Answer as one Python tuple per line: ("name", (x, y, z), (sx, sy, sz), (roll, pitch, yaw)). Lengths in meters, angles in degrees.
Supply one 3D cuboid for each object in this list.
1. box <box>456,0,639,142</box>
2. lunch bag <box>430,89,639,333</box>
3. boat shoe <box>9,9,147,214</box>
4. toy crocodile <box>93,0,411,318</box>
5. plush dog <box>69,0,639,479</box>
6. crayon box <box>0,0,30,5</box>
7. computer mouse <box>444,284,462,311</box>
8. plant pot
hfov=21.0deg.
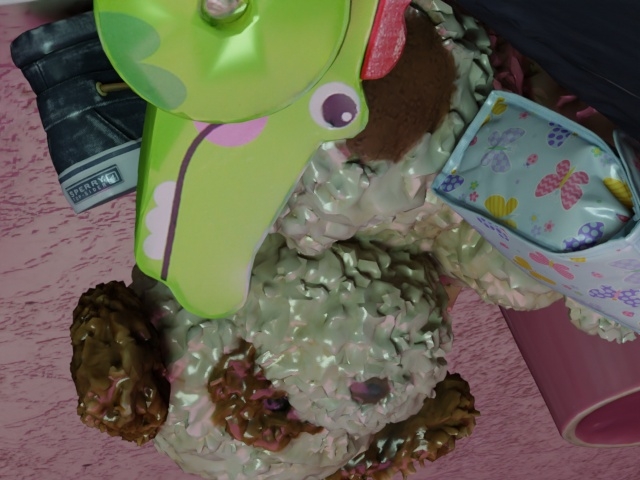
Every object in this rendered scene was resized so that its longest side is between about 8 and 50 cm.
("box", (0.277, -0.093, 0.316), (0.472, 0.297, 0.480), (28, -178, 35))
("lunch bag", (0.090, -0.006, 0.557), (0.071, 0.083, 0.053), (35, 90, -43))
("boat shoe", (-0.072, -0.072, 0.804), (0.065, 0.083, 0.183), (-22, -178, 25))
("toy crocodile", (0.002, -0.138, 0.455), (0.105, 0.115, 0.340), (8, 113, -9))
("plush dog", (0.000, 0.000, 0.700), (0.262, 0.210, 0.225), (19, 106, -44))
("crayon box", (-0.173, -0.178, 0.438), (0.203, 0.083, 0.323), (-9, 151, -4))
("computer mouse", (0.109, -0.018, 0.820), (0.262, 0.060, 0.184), (20, 126, -9))
("plant pot", (0.174, 0.009, 0.949), (0.201, 0.180, 0.201), (-10, 157, -4))
